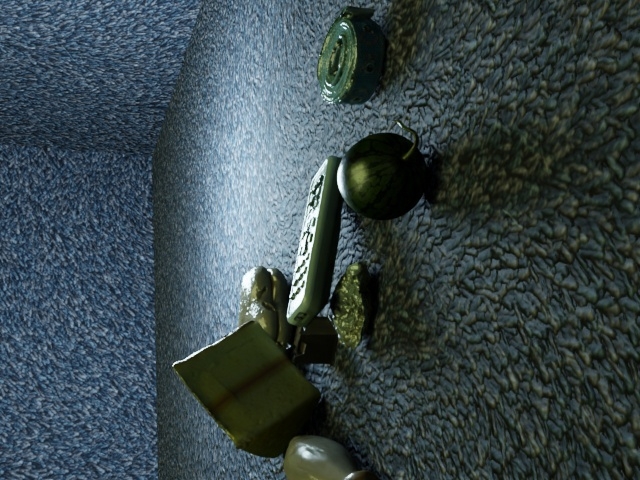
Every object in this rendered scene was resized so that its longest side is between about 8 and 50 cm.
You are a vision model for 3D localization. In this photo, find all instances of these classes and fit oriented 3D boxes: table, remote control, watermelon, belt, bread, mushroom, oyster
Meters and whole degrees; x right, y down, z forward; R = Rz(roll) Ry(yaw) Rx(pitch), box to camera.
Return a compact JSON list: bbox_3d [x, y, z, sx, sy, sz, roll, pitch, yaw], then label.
[{"bbox_3d":[-0.018,0.201,1.905,0.070,0.082,0.083,-122,40,-59],"label":"table"},{"bbox_3d":[0.000,0.000,1.826,0.128,0.066,0.335,124,159,-60],"label":"remote control"},{"bbox_3d":[0.107,-0.111,1.503,0.187,0.141,0.140,135,135,-58],"label":"watermelon"},{"bbox_3d":[0.060,-0.334,1.766,0.163,0.082,0.147,-45,56,54],"label":"belt"},{"bbox_3d":[-0.179,0.384,2.048,0.233,0.245,0.361,45,143,20],"label":"bread"},{"bbox_3d":[0.012,0.433,1.727,0.350,0.128,0.128,-167,81,-67],"label":"mushroom"},{"bbox_3d":[-0.131,0.233,2.206,0.183,0.102,0.337,-142,57,-68],"label":"bread"},{"bbox_3d":[0.058,0.115,1.734,0.125,0.064,0.177,-154,66,-66],"label":"oyster"}]
